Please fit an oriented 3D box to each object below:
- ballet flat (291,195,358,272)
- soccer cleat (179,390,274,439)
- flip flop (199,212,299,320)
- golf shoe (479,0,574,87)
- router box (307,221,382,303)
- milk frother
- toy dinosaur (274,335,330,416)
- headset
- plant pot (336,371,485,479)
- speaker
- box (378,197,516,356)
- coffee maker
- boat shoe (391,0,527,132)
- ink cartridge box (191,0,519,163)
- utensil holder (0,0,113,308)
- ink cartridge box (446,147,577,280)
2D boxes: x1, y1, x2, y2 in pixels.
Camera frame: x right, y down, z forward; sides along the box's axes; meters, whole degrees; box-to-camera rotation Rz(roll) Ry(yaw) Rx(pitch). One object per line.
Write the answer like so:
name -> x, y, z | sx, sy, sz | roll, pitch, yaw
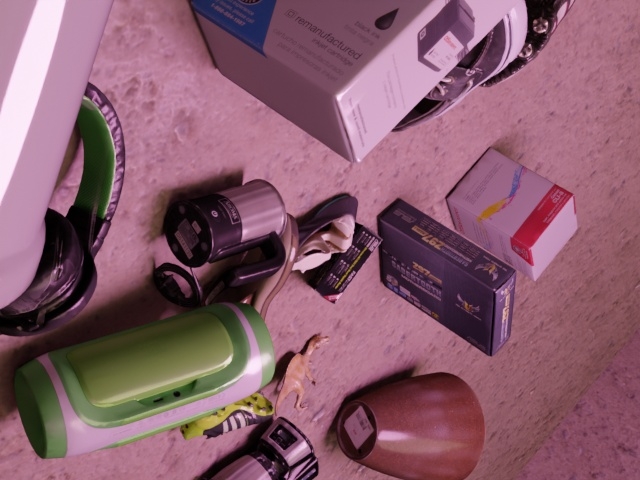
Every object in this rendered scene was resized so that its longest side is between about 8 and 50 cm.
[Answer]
ballet flat -> 0.000, 0.000, 1.650 | 0.203, 0.074, 0.074 | -29, 143, -39
soccer cleat -> -0.141, 0.263, 1.751 | 0.179, 0.060, 0.072 | 3, 133, -54
flip flop -> -0.114, 0.080, 1.548 | 0.080, 0.112, 0.277 | 13, 115, -32
golf shoe -> 0.318, -0.328, 1.737 | 0.273, 0.105, 0.120 | -52, 159, -3
router box -> 0.035, 0.032, 1.722 | 0.122, 0.038, 0.092 | -53, -170, 0
milk frother -> -0.129, 0.006, 1.456 | 0.143, 0.129, 0.134 | -20, 179, 44
toy dinosaur -> -0.045, 0.225, 1.848 | 0.183, 0.053, 0.093 | -56, 153, -38
headset -> -0.300, 0.027, 1.111 | 0.394, 0.185, 0.243 | -64, 152, -5
plant pot -> 0.147, 0.347, 2.144 | 0.230, 0.215, 0.215 | 8, 115, -42
speaker -> -0.208, 0.164, 1.402 | 0.296, 0.131, 0.131 | -15, 136, -28
box -> 0.197, 0.059, 1.837 | 0.059, 0.232, 0.183 | -43, 150, -26
coffee maker -> -0.102, 0.392, 1.905 | 0.178, 0.120, 0.171 | -37, 171, -26
boat shoe -> 0.161, -0.224, 1.501 | 0.119, 0.121, 0.335 | -42, 172, -23
ink cartridge box -> 0.052, -0.270, 1.269 | 0.307, 0.223, 0.129 | -45, 150, -15
utensil holder -> -0.287, -0.190, 0.752 | 0.327, 0.327, 0.385 | -4, 123, -55
ink cartridge box -> 0.326, -0.046, 1.977 | 0.127, 0.176, 0.128 | -50, 152, -12
